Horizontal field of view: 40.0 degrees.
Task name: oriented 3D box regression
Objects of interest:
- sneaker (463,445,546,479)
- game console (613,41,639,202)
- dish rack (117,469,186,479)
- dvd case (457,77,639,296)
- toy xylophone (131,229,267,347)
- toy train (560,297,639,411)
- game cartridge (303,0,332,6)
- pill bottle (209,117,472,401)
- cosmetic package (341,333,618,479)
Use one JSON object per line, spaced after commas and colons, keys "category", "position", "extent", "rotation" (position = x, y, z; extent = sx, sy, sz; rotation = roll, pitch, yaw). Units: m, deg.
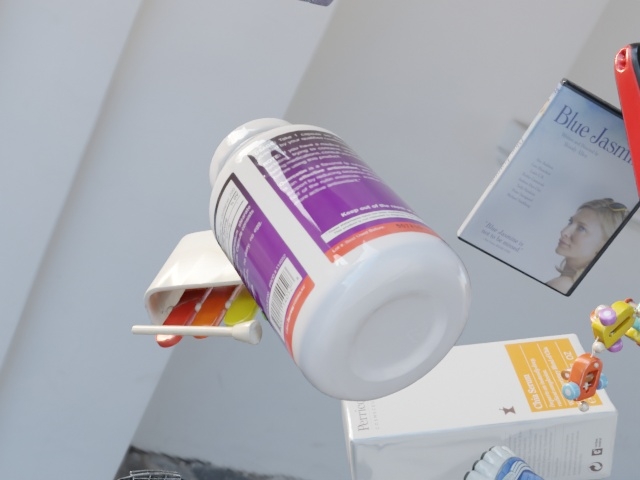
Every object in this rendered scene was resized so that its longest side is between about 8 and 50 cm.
{"category": "sneaker", "position": [0.153, 0.322, 0.811], "extent": [0.147, 0.129, 0.330], "rotation": [24, 38, 30]}
{"category": "game console", "position": [0.512, -0.046, 0.967], "extent": [0.387, 0.060, 0.341], "rotation": [4, 64, -20]}
{"category": "dish rack", "position": [-0.350, 0.507, 1.516], "extent": [0.074, 0.271, 0.208], "rotation": [30, 5, 36]}
{"category": "dvd case", "position": [0.321, -0.062, 1.149], "extent": [0.180, 0.253, 0.022], "rotation": [28, 25, -6]}
{"category": "toy xylophone", "position": [-0.108, 0.064, 1.143], "extent": [0.323, 0.081, 0.236], "rotation": [-1, 40, 35]}
{"category": "toy train", "position": [0.335, 0.119, 1.008], "extent": [0.166, 0.125, 0.046], "rotation": [-14, 29, -31]}
{"category": "game cartridge", "position": [-0.149, -0.351, 0.818], "extent": [0.355, 0.068, 0.230], "rotation": [47, 22, 18]}
{"category": "pill bottle", "position": [0.000, 0.000, 0.903], "extent": [0.182, 0.181, 0.323], "rotation": [13, 26, -37]}
{"category": "cosmetic package", "position": [0.269, 0.316, 1.582], "extent": [0.454, 0.161, 0.230], "rotation": [-7, 31, -2]}
